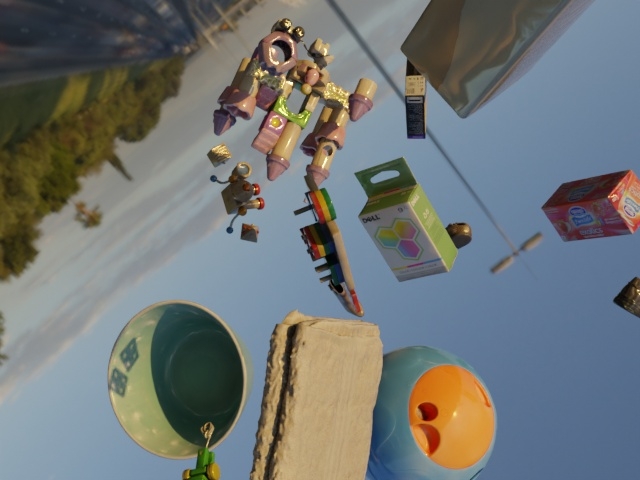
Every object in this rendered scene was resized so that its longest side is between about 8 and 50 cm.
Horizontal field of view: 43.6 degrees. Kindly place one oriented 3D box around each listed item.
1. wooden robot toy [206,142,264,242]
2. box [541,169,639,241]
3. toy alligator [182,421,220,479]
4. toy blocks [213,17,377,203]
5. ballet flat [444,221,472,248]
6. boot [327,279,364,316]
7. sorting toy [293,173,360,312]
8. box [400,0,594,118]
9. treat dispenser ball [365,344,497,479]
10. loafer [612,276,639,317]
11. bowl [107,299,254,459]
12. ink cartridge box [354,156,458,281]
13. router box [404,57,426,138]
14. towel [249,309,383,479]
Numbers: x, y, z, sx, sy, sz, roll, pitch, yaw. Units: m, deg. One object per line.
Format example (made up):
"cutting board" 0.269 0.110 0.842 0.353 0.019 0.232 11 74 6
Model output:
"wooden robot toy" -0.126 -0.085 1.305 0.076 0.173 0.079 -14 170 -27
"box" 0.739 -0.089 2.145 0.122 0.128 0.257 -43 -166 -22
"toy alligator" -0.188 0.383 1.302 0.056 0.051 0.190 -17 -148 15
"toy blocks" -0.070 -0.248 1.686 0.309 0.288 0.260 -12 -127 67
"ballet flat" 0.277 0.016 2.026 0.250 0.084 0.058 -31 -132 38
"boot" 0.064 0.146 2.077 0.042 0.118 0.087 -44 156 -6
"sorting toy" 0.000 0.000 1.183 0.046 0.274 0.132 -22 -131 -4
"box" 0.225 -0.280 0.850 0.148 0.121 0.311 -37 172 -29
"treat dispenser ball" 0.188 0.343 1.516 0.288 0.288 0.288 -37 -164 12
"loafer" 0.602 0.119 1.442 0.061 0.170 0.062 -60 -145 8
"bowl" -0.261 0.279 1.642 0.311 0.311 0.163 -37 165 12
"ink cartridge box" 0.141 -0.032 1.392 0.109 0.209 0.062 -15 -153 38
"router box" 0.213 -0.334 1.771 0.046 0.133 0.179 1 -126 9
"towel" -0.008 0.214 0.794 0.049 0.187 0.282 7 -95 30
